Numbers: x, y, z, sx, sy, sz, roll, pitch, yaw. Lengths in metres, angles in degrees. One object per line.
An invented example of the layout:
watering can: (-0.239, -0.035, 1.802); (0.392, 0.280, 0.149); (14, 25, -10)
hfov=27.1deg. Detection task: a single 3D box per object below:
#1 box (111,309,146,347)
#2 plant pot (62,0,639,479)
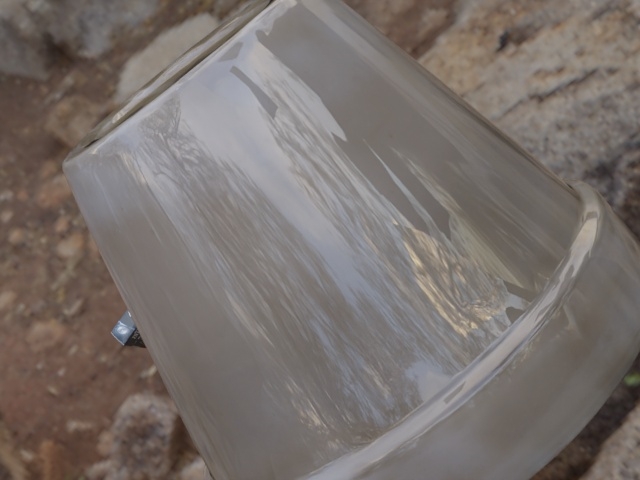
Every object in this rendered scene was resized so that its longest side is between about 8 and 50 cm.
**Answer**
box: (-0.136, 0.056, 1.152); (0.018, 0.067, 0.083); (40, 99, 24)
plant pot: (0.000, 0.000, 0.836); (0.323, 0.280, 0.323); (-36, 12, 9)
